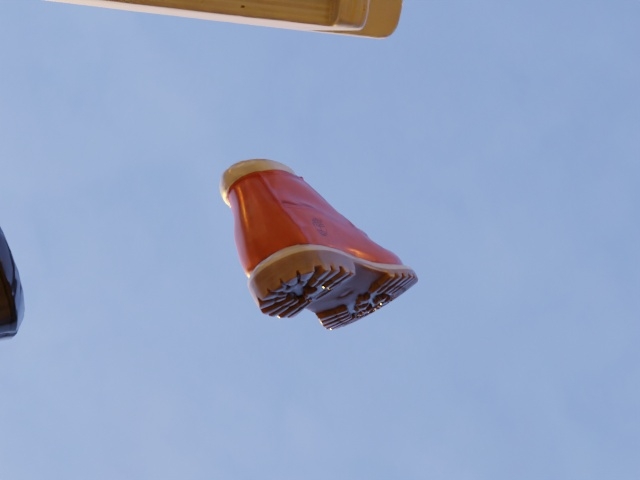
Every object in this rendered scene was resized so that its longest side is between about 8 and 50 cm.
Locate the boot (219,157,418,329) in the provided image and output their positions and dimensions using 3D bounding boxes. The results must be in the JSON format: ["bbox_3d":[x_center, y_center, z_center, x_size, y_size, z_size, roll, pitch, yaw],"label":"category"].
[{"bbox_3d":[0.000,0.000,0.804,0.059,0.158,0.084,-34,-113,16],"label":"boot"}]

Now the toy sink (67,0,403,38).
[{"bbox_3d":[-0.035,-0.202,0.849,0.234,0.131,0.153,5,-83,-19],"label":"toy sink"}]

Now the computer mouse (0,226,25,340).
[{"bbox_3d":[-0.214,0.010,0.640,0.060,0.262,0.184,-33,-45,-30],"label":"computer mouse"}]
